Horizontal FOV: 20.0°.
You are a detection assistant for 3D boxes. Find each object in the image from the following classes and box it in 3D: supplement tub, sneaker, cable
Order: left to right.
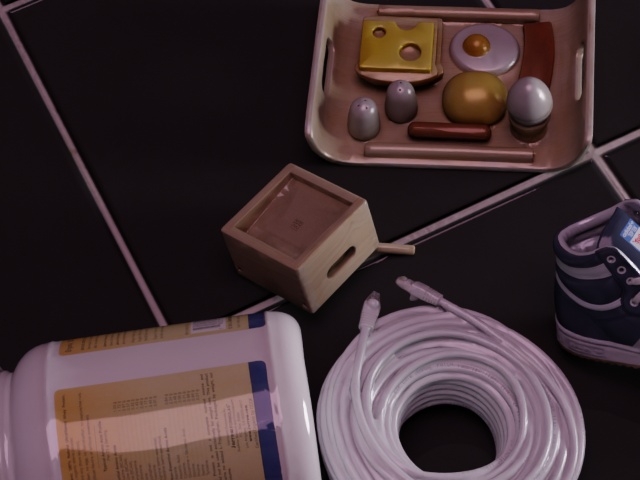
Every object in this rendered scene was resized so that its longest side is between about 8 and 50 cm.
[{"bbox_3d":[-0.162,0.196,1.690,0.316,0.228,0.228,-8,59,-1],"label":"supplement tub"},{"bbox_3d":[0.122,0.186,1.743,0.257,0.089,0.257,24,58,7],"label":"cable"},{"bbox_3d":[0.352,0.048,1.746,0.282,0.153,0.099,6,37,27],"label":"sneaker"}]

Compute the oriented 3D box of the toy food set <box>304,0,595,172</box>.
[{"bbox_3d":[0.144,-0.193,1.984,0.306,0.092,0.220,3,59,5],"label":"toy food set"}]

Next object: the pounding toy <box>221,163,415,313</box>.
[{"bbox_3d":[0.000,0.000,1.887,0.130,0.100,0.141,28,61,35],"label":"pounding toy"}]
